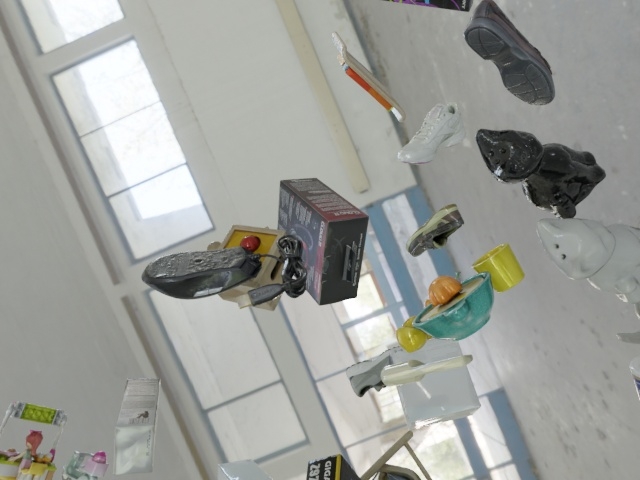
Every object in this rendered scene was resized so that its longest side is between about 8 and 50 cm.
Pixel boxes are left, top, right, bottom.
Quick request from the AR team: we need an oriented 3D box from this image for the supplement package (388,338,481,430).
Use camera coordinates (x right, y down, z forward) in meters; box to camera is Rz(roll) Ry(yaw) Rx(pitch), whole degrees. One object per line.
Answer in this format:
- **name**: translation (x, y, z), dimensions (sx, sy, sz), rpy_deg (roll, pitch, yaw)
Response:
- **supplement package**: translation (0.312, 0.400, 1.356), dimensions (0.149, 0.194, 0.203), rpy_deg (77, 180, -60)

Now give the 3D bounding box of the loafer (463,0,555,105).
- **loafer**: translation (0.450, -0.427, 1.102), dimensions (0.302, 0.095, 0.109), rpy_deg (29, 164, -30)

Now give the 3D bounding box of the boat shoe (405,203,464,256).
- **boat shoe**: translation (0.309, -0.010, 1.314), dimensions (0.073, 0.080, 0.223), rpy_deg (65, 146, 25)

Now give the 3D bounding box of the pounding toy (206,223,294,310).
- **pounding toy**: translation (-0.153, 0.019, 0.936), dimensions (0.181, 0.206, 0.094), rpy_deg (-64, -35, -29)

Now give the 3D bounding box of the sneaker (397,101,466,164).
- **sneaker**: translation (0.345, -0.344, 1.541), dimensions (0.114, 0.305, 0.152), rpy_deg (18, 133, 45)

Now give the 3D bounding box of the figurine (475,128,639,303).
- **figurine**: translation (0.285, -0.033, 0.560), dimensions (0.209, 0.092, 0.215), rpy_deg (9, -133, -39)

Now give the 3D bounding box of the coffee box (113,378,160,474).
- **coffee box**: translation (-0.603, 0.603, 1.601), dimensions (0.297, 0.118, 0.168), rpy_deg (-140, 55, -70)

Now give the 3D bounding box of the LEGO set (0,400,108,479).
- **LEGO set**: translation (-0.423, 0.271, 0.652), dimensions (0.287, 0.132, 0.107), rpy_deg (56, -141, -56)

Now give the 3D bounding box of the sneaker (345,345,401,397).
- **sneaker**: translation (0.215, 0.422, 1.565), dimensions (0.100, 0.271, 0.108), rpy_deg (33, -148, -50)

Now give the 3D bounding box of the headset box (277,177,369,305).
- **headset box**: translation (0.000, 0.000, 1.160), dimensions (0.293, 0.110, 0.218), rpy_deg (43, 134, 52)

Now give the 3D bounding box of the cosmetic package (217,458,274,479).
- **cosmetic package**: translation (-0.141, 0.698, 1.009), dimensions (0.284, 0.097, 0.377), rpy_deg (-13, 77, 61)

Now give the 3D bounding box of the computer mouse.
- **computer mouse**: translation (-0.143, 0.068, 0.748), dimensions (0.184, 0.262, 0.060), rpy_deg (-117, 20, -62)

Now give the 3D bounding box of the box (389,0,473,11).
- **box**: translation (0.154, -0.410, 0.725), dimensions (0.116, 0.162, 0.029), rpy_deg (72, -143, -61)

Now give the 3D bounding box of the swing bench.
- **swing bench**: translation (0.137, 0.639, 1.168), dimensions (0.165, 0.254, 0.253), rpy_deg (51, 143, 46)

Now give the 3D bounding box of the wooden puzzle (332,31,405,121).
- **wooden puzzle**: translation (0.115, -0.416, 1.238), dimensions (0.238, 0.044, 0.221), rpy_deg (40, -159, -26)

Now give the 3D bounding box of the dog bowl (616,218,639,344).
- **dog bowl**: translation (0.666, 0.045, 0.872), dimensions (0.102, 0.349, 0.349), rpy_deg (23, 146, 48)

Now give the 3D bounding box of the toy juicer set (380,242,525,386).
- **toy juicer set**: translation (0.171, 0.111, 0.724), dimensions (0.089, 0.209, 0.329), rpy_deg (54, -142, 4)

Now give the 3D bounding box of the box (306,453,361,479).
- **box**: translation (0.067, 0.598, 0.883), dimensions (0.322, 0.079, 0.257), rpy_deg (59, -160, -27)

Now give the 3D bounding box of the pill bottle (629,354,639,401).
- **pill bottle**: translation (0.553, 0.249, 0.781), dimensions (0.067, 0.067, 0.120), rpy_deg (-96, -17, -78)
